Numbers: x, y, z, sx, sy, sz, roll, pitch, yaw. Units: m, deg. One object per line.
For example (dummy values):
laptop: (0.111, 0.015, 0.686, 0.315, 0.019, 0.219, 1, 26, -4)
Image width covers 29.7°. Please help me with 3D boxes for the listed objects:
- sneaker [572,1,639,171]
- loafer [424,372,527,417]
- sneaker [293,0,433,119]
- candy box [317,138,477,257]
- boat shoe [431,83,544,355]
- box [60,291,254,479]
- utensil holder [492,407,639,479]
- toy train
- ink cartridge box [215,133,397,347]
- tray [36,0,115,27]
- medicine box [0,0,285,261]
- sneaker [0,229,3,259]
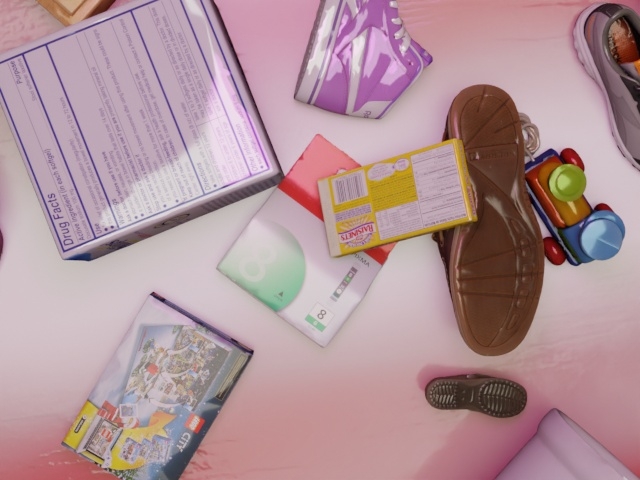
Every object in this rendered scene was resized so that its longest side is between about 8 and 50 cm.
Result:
sneaker: (0.418, -0.185, 1.558, 0.100, 0.108, 0.271, -32, 95, -1)
loafer: (0.205, 0.201, 1.607, 0.148, 0.050, 0.056, 10, 97, -18)
sneaker: (0.079, -0.295, 1.552, 0.161, 0.102, 0.282, 15, 104, -6)
candy box: (0.093, -0.051, 1.517, 0.206, 0.027, 0.105, -15, 82, 31)
boat shoe: (0.204, -0.023, 1.555, 0.123, 0.123, 0.342, -6, 87, -13)
box: (-0.215, 0.208, 1.597, 0.159, 0.044, 0.233, 31, 92, -3)
utensil holder: (0.281, 0.456, 1.489, 0.327, 0.327, 0.385, 43, 93, -4)
toy train: (0.297, -0.081, 1.542, 0.105, 0.143, 0.248, -32, 94, 0)
ink cartridge box: (0.000, 0.000, 1.586, 0.181, 0.056, 0.224, 37, 94, -4)
tray: (-0.252, -0.482, 1.538, 0.203, 0.076, 0.411, 41, 91, -4)
medicine box: (-0.226, -0.145, 1.509, 0.289, 0.149, 0.263, -22, 87, 1)
sneaker: (-0.479, 0.054, 1.560, 0.069, 0.084, 0.185, 35, 92, -3)
